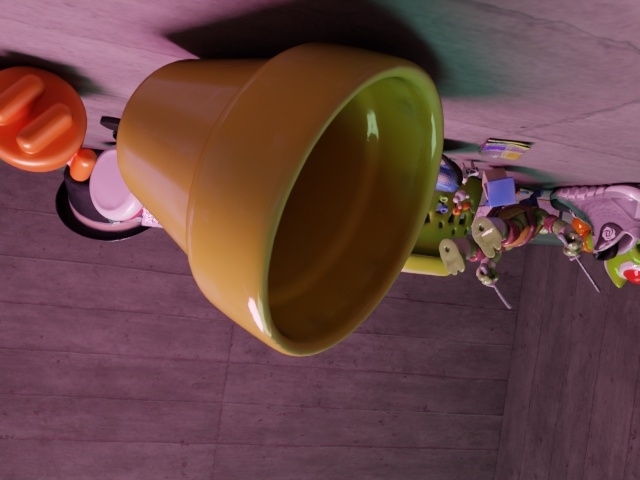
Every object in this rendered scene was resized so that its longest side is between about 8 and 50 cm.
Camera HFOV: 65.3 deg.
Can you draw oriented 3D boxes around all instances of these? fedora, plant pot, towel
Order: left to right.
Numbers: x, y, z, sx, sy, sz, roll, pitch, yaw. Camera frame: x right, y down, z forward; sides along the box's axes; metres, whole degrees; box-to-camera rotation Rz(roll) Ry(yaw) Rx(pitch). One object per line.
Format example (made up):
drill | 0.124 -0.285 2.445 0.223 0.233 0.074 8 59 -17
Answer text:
fedora | -0.620 -0.157 1.458 0.333 0.334 0.153 8 150 1
plant pot | -0.051 -0.061 0.467 0.238 0.254 0.254 26 -170 31
plant pot | 0.170 -0.042 1.027 0.228 0.207 0.227 9 180 -42
towel | 0.254 -0.125 0.692 0.060 0.010 0.083 9 -179 9

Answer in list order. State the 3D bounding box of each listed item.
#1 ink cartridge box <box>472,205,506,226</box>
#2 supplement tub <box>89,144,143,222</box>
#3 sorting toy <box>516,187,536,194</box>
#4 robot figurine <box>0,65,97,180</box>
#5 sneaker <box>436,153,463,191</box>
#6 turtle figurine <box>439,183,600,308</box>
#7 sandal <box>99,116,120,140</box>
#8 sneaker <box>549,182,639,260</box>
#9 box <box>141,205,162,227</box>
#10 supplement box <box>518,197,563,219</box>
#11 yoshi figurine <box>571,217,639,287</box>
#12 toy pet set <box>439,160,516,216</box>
ink cartridge box | 0.531 -0.064 1.482 0.115 0.067 0.198 8 -178 -4
supplement tub | -0.442 -0.137 1.322 0.191 0.191 0.272 8 -179 27
sorting toy | 0.409 -0.105 1.065 0.061 0.012 0.083 8 180 -17
robot figurine | -0.384 -0.155 0.673 0.158 0.128 0.219 7 -179 -28
sneaker | 0.065 -0.081 0.803 0.329 0.147 0.129 1 177 33
turtle figurine | 0.376 0.036 0.941 0.266 0.275 0.197 -5 -169 -34
sandal | -0.376 -0.200 0.978 0.067 0.040 0.179 8 180 4
sneaker | 0.497 -0.031 0.916 0.086 0.132 0.228 8 180 -11
box | -0.327 -0.119 1.150 0.147 0.180 0.078 7 -152 -16
supplement box | 0.531 -0.066 1.210 0.083 0.056 0.083 8 180 8
yoshi figurine | 0.760 -0.004 1.139 0.203 0.203 0.362 50 -178 -19
toy pet set | 0.266 -0.074 0.851 0.114 0.065 0.122 -9 143 8
